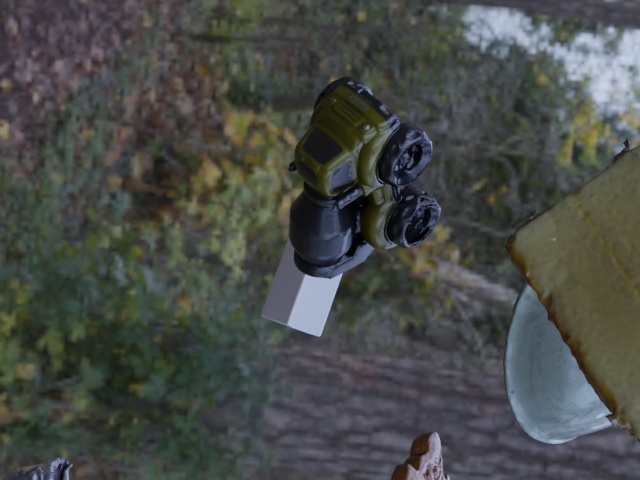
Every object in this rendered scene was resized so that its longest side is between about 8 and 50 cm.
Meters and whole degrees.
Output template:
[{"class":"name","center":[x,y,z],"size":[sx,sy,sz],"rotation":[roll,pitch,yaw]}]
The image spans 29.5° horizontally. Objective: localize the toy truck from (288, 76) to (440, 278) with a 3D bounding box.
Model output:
[{"class":"toy truck","center":[0.029,-0.063,1.386],"size":[0.147,0.165,0.224],"rotation":[43,-21,31]}]

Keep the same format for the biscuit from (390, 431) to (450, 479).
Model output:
[{"class":"biscuit","center":[0.183,0.482,2.029],"size":[0.306,0.043,0.283],"rotation":[63,34,-40]}]

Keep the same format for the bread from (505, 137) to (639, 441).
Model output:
[{"class":"bread","center":[0.382,0.067,1.331],"size":[0.279,0.207,0.279],"rotation":[21,34,-58]}]

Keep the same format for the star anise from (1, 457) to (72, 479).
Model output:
[{"class":"star anise","center":[-0.331,0.332,1.295],"size":[0.236,0.093,0.229],"rotation":[-75,-171,-46]}]

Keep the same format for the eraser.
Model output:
[{"class":"eraser","center":[0.000,0.000,1.967],"size":[0.078,0.076,0.298],"rotation":[12,-99,51]}]

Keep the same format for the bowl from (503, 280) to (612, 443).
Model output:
[{"class":"bowl","center":[0.427,0.168,1.825],"size":[0.146,0.313,0.313],"rotation":[7,-86,48]}]
